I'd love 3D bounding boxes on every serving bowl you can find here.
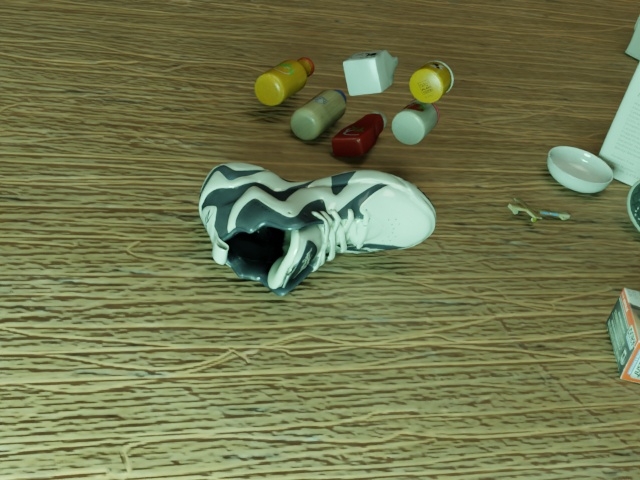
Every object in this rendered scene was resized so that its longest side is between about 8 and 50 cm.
[{"bbox_3d":[0.313,-0.082,1.603,0.083,0.027,0.083,12,32,-8],"label":"serving bowl"}]

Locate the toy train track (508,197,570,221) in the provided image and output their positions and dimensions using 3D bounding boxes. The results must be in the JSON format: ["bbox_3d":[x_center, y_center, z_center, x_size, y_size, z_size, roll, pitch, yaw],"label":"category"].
[{"bbox_3d":[0.249,-0.030,1.508,0.083,0.014,0.048,6,26,-29],"label":"toy train track"}]

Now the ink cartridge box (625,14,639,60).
[{"bbox_3d":[0.620,-0.322,1.994,0.233,0.168,0.171,33,35,23],"label":"ink cartridge box"}]

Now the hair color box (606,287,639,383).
[{"bbox_3d":[0.379,0.110,1.320,0.167,0.053,0.093,13,33,-7],"label":"hair color box"}]

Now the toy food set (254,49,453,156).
[{"bbox_3d":[0.053,-0.166,1.507,0.232,0.111,0.104,-3,22,28],"label":"toy food set"}]

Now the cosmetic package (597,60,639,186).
[{"bbox_3d":[0.459,-0.162,1.652,0.151,0.183,0.151,26,33,12],"label":"cosmetic package"}]

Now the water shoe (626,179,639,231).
[{"bbox_3d":[0.448,-0.002,1.530,0.203,0.073,0.080,36,14,19],"label":"water shoe"}]

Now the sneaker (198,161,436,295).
[{"bbox_3d":[0.000,0.000,1.259,0.235,0.094,0.153,11,34,-11],"label":"sneaker"}]
